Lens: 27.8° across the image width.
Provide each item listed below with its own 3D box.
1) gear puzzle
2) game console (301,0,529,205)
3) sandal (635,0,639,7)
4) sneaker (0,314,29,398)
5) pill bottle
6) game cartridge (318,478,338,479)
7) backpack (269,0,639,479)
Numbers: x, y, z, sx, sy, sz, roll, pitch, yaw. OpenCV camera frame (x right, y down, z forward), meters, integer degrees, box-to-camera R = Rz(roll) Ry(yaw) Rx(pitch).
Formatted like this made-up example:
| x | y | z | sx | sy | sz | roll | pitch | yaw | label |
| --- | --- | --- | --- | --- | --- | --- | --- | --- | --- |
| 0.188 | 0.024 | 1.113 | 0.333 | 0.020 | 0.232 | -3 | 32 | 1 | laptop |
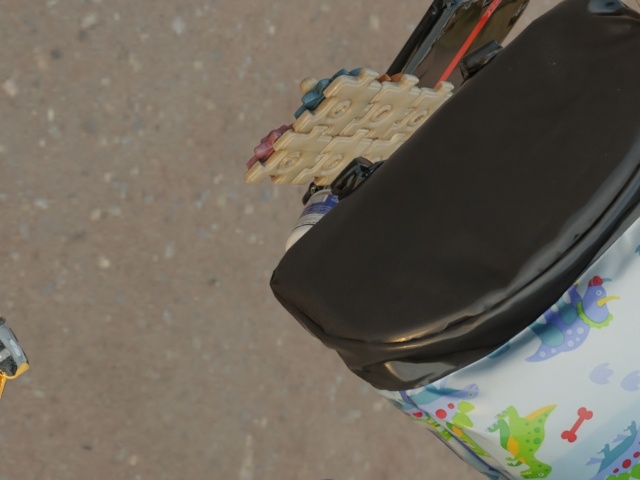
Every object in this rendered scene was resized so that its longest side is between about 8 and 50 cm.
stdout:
| x | y | z | sx | sy | sz | roll | pitch | yaw | label |
| --- | --- | --- | --- | --- | --- | --- | --- | --- | --- |
| 0.058 | -0.129 | 1.427 | 0.339 | 0.175 | 0.044 | -2 | 53 | -56 | gear puzzle |
| 0.142 | -0.224 | 1.870 | 0.386 | 0.060 | 0.342 | -56 | 164 | 28 | game console |
| 0.380 | -0.194 | 0.738 | 0.169 | 0.416 | 0.102 | -32 | 101 | -87 | sandal |
| -0.378 | 0.158 | 1.343 | 0.083 | 0.215 | 0.084 | 47 | 33 | 7 | sneaker |
| 0.000 | 0.000 | 1.438 | 0.120 | 0.067 | 0.067 | -63 | 143 | -51 | pill bottle |
| 0.042 | 0.369 | 1.143 | 0.198 | 0.062 | 0.297 | -122 | -159 | -66 | game cartridge |
| 0.189 | 0.069 | 0.858 | 0.290 | 0.273 | 0.355 | -41 | 141 | -4 | backpack |
